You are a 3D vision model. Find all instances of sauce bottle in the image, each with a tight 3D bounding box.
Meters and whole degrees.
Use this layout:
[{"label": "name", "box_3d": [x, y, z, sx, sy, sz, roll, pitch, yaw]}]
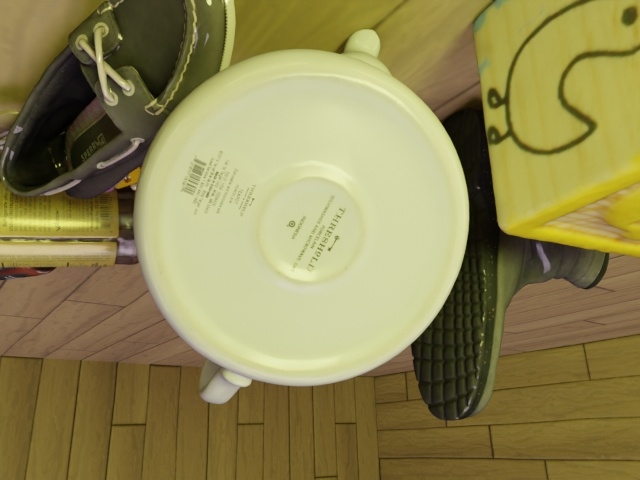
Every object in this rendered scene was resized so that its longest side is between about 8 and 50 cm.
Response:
[{"label": "sauce bottle", "box_3d": [-0.396, -0.022, 0.679, 0.344, 0.111, 0.111, 3, 160, -26]}]

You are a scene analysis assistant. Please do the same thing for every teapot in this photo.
[{"label": "teapot", "box_3d": [-0.020, -0.018, 0.447, 0.256, 0.253, 0.187, -21, -168, -5]}]

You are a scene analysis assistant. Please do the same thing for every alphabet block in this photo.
[{"label": "alphabet block", "box_3d": [0.253, -0.113, 0.413, 0.193, 0.197, 0.192, 8, 158, -24]}]

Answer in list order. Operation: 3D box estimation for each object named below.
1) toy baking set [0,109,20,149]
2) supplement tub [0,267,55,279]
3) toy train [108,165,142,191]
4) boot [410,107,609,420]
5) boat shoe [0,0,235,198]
[{"label": "toy baking set", "box_3d": [-0.383, -0.104, 0.639, 0.196, 0.030, 0.256, -2, 167, -16]}, {"label": "supplement tub", "box_3d": [-0.492, 0.009, 0.823, 0.197, 0.106, 0.106, -7, 159, 14]}, {"label": "toy train", "box_3d": [-0.186, -0.103, 0.636, 0.125, 0.046, 0.166, -16, 163, -39]}, {"label": "boot", "box_3d": [0.228, 0.032, 0.613, 0.222, 0.338, 0.118, 13, 172, -25]}, {"label": "boat shoe", "box_3d": [-0.188, -0.110, 0.473, 0.095, 0.112, 0.335, -24, 179, -43]}]
